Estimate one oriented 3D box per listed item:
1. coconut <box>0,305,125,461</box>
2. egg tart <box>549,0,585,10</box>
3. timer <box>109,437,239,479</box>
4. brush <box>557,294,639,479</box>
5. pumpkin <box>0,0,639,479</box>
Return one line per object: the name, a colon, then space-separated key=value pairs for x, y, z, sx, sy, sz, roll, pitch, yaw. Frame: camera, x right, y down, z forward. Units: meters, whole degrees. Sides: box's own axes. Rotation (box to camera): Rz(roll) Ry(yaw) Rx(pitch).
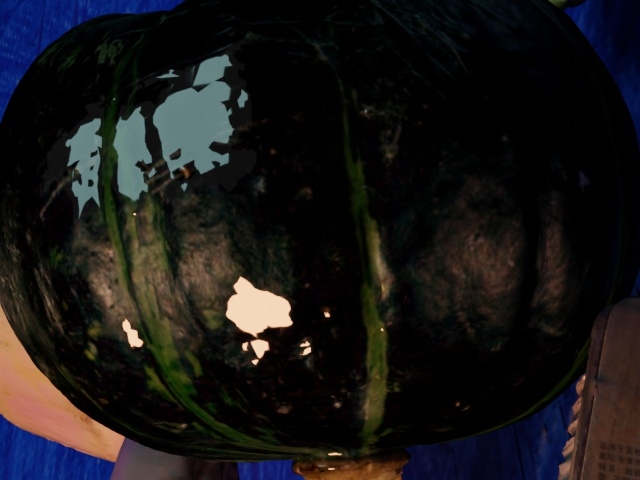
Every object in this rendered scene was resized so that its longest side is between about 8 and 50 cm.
coconut: x=-0.145 y=0.031 z=1.178 sx=0.237 sy=0.237 sz=0.197 roll=-42 pitch=-2 yaw=38
egg tart: x=0.180 y=-0.228 z=0.912 sx=0.294 sy=0.123 sz=0.294 roll=-43 pitch=32 yaw=37
timer: x=-0.079 y=0.203 z=0.913 sx=0.190 sy=0.069 sz=0.208 roll=87 pitch=-168 yaw=-50
brush: x=0.106 y=0.174 z=0.679 sx=0.065 sy=0.070 sz=0.327 roll=121 pitch=165 yaw=-59
pumpkin: x=0.000 y=0.000 z=0.825 sx=0.315 sy=0.315 sz=0.238 roll=-11 pitch=81 yaw=61
